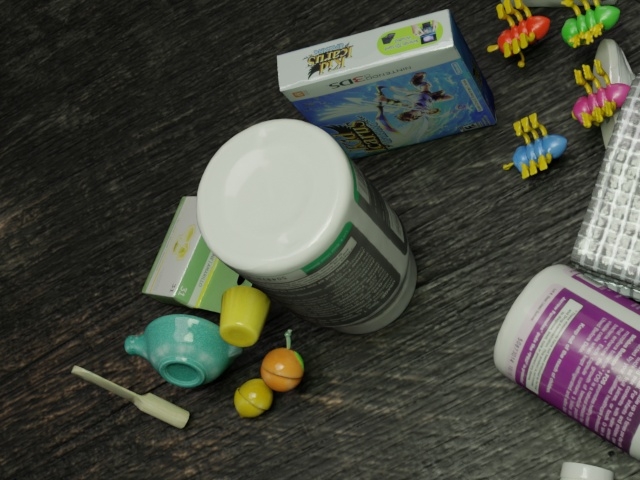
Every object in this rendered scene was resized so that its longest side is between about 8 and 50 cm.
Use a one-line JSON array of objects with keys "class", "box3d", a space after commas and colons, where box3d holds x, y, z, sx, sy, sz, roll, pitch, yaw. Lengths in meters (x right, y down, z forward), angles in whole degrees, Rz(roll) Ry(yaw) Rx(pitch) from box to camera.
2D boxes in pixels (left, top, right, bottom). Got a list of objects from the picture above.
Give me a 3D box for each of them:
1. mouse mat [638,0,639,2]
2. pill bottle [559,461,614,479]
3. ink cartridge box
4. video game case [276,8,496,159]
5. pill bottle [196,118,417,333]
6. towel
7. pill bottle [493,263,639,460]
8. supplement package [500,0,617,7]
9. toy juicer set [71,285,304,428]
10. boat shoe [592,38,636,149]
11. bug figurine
[{"class": "mouse mat", "box3d": [0.554, -0.371, 1.548, 0.152, 0.007, 0.189, -44, 62, 1]}, {"class": "pill bottle", "box3d": [0.322, 0.350, 1.328, 0.078, 0.078, 0.137, 5, 72, 24]}, {"class": "ink cartridge box", "box3d": [-0.168, 0.019, 1.603, 0.235, 0.056, 0.171, 3, 67, 58]}, {"class": "video game case", "box3d": [0.101, -0.209, 1.519, 0.244, 0.269, 0.061, -11, 69, 18]}, {"class": "pill bottle", "box3d": [0.000, 0.000, 1.428, 0.204, 0.361, 0.204, -8, 68, 19]}, {"class": "towel", "box3d": [0.468, -0.051, 1.363, 0.235, 0.121, 0.283, 19, 89, 22]}, {"class": "pill bottle", "box3d": [0.380, 0.167, 1.322, 0.301, 0.169, 0.169, 32, 85, 29]}, {"class": "supplement package", "box3d": [0.357, -0.515, 1.585, 0.178, 0.175, 0.292, 3, 72, 22]}, {"class": "toy juicer set", "box3d": [-0.168, 0.179, 1.542, 0.329, 0.209, 0.089, -21, 39, 29]}, {"class": "boat shoe", "box3d": [0.429, -0.200, 1.506, 0.063, 0.066, 0.184, 1, 63, -10]}, {"class": "bug figurine", "box3d": [0.335, -0.227, 1.513, 0.216, 0.072, 0.279, -22, 64, 44]}]
